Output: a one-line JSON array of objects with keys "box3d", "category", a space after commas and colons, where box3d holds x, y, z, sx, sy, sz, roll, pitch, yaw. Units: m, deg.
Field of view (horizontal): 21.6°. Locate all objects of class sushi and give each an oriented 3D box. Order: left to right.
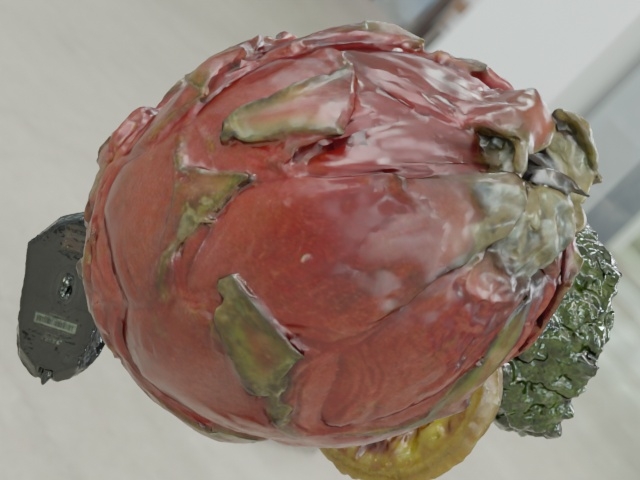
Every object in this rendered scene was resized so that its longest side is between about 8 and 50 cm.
[{"box3d": [0.259, 0.100, 2.254, 0.178, 0.294, 0.352, 13, 18, -11], "category": "sushi"}]

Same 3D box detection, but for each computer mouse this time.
[{"box3d": [-0.239, 0.054, 1.607, 0.099, 0.172, 0.057, 18, 5, 10], "category": "computer mouse"}]

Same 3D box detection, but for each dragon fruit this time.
[{"box3d": [0.000, 0.000, 1.065, 0.342, 0.277, 0.277, 5, -22, 45], "category": "dragon fruit"}]

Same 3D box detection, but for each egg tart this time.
[{"box3d": [0.095, 0.137, 1.624, 0.202, 0.202, 0.147, 49, 13, 21], "category": "egg tart"}]
